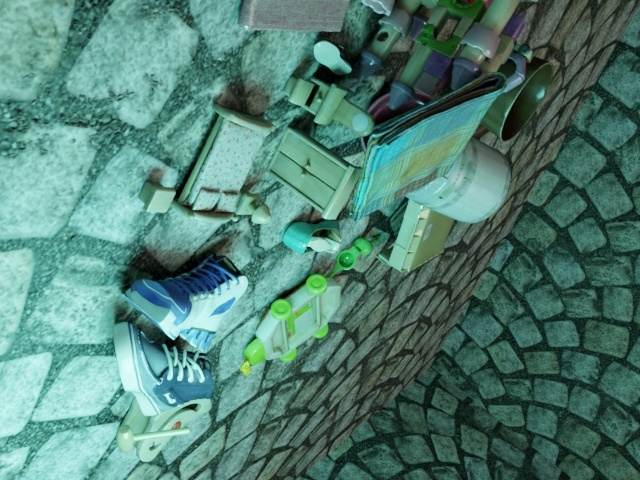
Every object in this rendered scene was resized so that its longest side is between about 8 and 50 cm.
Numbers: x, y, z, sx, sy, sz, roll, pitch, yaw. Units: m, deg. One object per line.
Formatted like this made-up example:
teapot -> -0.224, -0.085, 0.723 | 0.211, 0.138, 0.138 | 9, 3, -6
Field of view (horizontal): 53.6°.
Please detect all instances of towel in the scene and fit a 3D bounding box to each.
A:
towel -> -0.002, -0.483, 0.965 | 0.237, 0.037, 0.329 | -19, 138, -48
towel -> 0.191, -0.163, 1.215 | 0.271, 0.040, 0.370 | -27, 164, -13

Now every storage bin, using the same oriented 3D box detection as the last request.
storage bin -> 0.309, -0.063, 1.952 | 0.260, 0.123, 0.263 | -23, 136, -48

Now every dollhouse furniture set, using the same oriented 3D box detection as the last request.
dollhouse furniture set -> -0.084, -0.145, 1.103 | 0.355, 0.173, 0.303 | -3, 126, -60

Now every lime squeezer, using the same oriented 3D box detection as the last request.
lime squeezer -> 0.084, 0.047, 1.836 | 0.310, 0.059, 0.110 | -39, -175, -31

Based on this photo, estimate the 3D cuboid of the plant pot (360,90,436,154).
plant pot -> 0.196, -0.232, 1.492 | 0.201, 0.201, 0.180 | -52, 171, -2

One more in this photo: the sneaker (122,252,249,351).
sneaker -> -0.244, 0.096, 1.226 | 0.182, 0.127, 0.315 | -53, 163, -9

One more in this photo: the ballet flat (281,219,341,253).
ballet flat -> 0.000, 0.000, 1.555 | 0.247, 0.087, 0.083 | -4, 126, -60

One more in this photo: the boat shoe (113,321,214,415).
boat shoe -> -0.298, 0.241, 1.242 | 0.158, 0.127, 0.341 | -12, 153, -10

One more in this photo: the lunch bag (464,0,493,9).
lunch bag -> 0.346, -0.600, 1.341 | 0.258, 0.120, 0.293 | -55, 159, 16

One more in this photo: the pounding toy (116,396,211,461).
pounding toy -> -0.344, 0.425, 1.427 | 0.269, 0.154, 0.154 | -23, 138, -49

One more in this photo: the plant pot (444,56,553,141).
plant pot -> 0.427, -0.401, 1.604 | 0.215, 0.230, 0.215 | -40, 153, -25

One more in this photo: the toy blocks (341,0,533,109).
toy blocks -> 0.225, -0.356, 1.246 | 0.260, 0.288, 0.309 | -60, 158, 6

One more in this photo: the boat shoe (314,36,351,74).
boat shoe -> 0.022, -0.351, 1.181 | 0.046, 0.038, 0.125 | -17, 163, 26

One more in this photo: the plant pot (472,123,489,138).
plant pot -> 0.437, -0.365, 1.780 | 0.165, 0.167, 0.167 | -36, 152, -15

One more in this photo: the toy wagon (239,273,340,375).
toy wagon -> -0.087, 0.233, 1.719 | 0.344, 0.068, 0.267 | -34, 150, -21

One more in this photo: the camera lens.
camera lens -> 0.351, -0.178, 1.687 | 0.274, 0.219, 0.220 | 18, 110, -36
